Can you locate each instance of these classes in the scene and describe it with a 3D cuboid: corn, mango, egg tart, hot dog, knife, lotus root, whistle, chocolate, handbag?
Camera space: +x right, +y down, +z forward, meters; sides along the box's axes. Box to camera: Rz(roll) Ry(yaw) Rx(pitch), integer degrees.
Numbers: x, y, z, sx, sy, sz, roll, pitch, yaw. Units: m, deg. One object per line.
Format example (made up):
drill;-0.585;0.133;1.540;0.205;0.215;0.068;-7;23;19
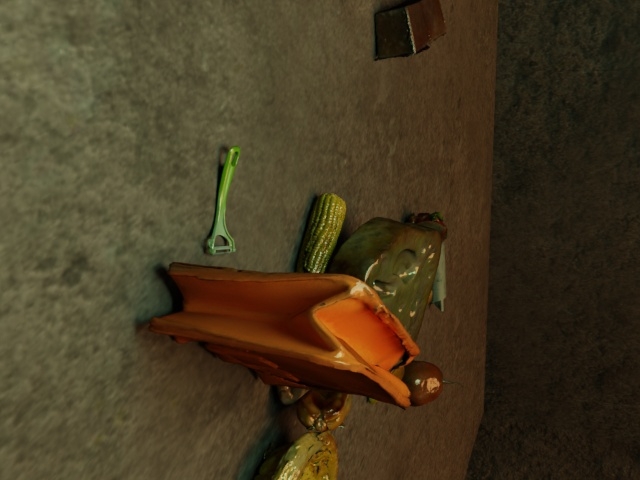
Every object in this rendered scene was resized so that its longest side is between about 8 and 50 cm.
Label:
corn;0.000;0.000;1.294;0.072;0.072;0.203;53;50;-59
mango;0.186;0.389;1.862;0.187;0.066;0.101;-42;134;-46
egg tart;-0.060;0.477;1.254;0.291;0.107;0.290;-41;137;-54
hot dog;0.010;0.330;1.318;0.250;0.104;0.076;-4;101;-87
knife;-0.144;-0.060;0.991;0.078;0.023;0.166;-8;105;-73
lotus root;0.136;0.115;1.390;0.375;0.111;0.390;-54;146;-25
whistle;0.408;0.116;2.304;0.062;0.062;0.312;-56;145;-48
chocolate;0.225;-0.535;1.629;0.321;0.112;0.112;-48;131;-54
handbag;-0.026;0.149;0.980;0.410;0.304;0.116;51;49;-62

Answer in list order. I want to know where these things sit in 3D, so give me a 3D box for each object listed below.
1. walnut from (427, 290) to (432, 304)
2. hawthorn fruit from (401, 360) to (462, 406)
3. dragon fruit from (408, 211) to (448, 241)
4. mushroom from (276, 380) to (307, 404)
walnut;0.221;0.141;1.760;0.184;0.155;0.155;63;40;-52
hawthorn fruit;0.322;0.443;2.070;0.189;0.149;0.149;-8;109;-23
dragon fruit;0.307;-0.036;1.972;0.142;0.138;0.175;-50;-162;14
mushroom;-0.009;0.218;1.234;0.210;0.094;0.072;-47;171;19
